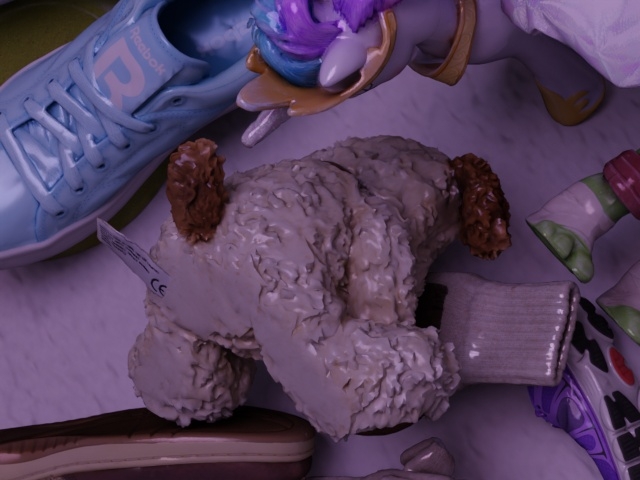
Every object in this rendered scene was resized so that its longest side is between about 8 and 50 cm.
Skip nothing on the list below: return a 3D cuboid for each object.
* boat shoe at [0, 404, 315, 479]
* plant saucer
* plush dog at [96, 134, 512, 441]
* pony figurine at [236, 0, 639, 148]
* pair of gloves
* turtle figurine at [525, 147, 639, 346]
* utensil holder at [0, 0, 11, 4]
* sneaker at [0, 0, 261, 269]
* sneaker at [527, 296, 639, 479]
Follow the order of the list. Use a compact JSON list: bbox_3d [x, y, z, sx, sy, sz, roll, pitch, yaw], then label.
[{"bbox_3d":[-0.162,0.194,1.263,0.342,0.123,0.123,-9,94,12],"label":"boat shoe"},{"bbox_3d":[-0.223,-0.103,1.405,0.241,0.037,0.241,-5,72,17],"label":"plant saucer"},{"bbox_3d":[0.000,0.000,1.184,0.262,0.225,0.210,-2,111,42],"label":"plush dog"},{"bbox_3d":[0.138,-0.187,1.068,0.351,0.363,0.303,-46,71,32],"label":"pony figurine"},{"bbox_3d":[0.063,0.129,1.186,0.204,0.042,0.240,4,70,52],"label":"pair of gloves"},{"bbox_3d":[0.287,-0.039,1.124,0.266,0.198,0.274,-43,62,4],"label":"turtle figurine"},{"bbox_3d":[-0.243,-0.347,1.336,0.385,0.327,0.327,-19,69,16],"label":"utensil holder"},{"bbox_3d":[-0.147,-0.117,1.283,0.366,0.150,0.135,-38,80,-6],"label":"sneaker"},{"bbox_3d":[0.184,0.116,1.195,0.071,0.068,0.170,-40,68,39],"label":"sneaker"}]
